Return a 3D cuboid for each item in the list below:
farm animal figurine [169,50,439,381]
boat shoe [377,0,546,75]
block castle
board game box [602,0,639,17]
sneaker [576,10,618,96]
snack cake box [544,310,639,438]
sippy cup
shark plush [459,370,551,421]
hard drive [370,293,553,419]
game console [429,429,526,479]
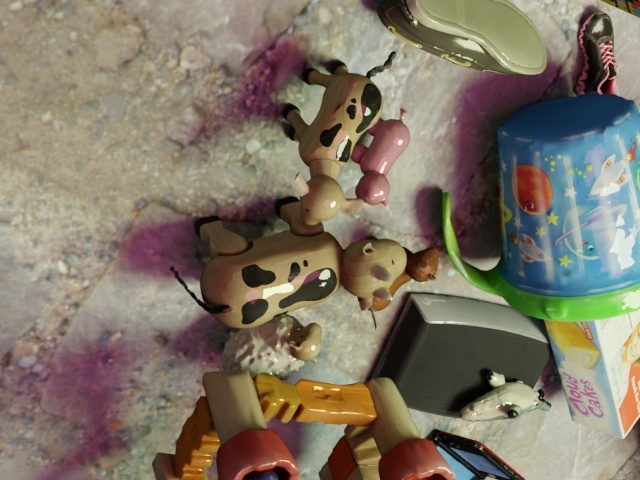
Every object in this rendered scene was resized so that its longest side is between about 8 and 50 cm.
[{"bbox_3d":[0.000,0.000,1.181,0.327,0.172,0.330,-30,126,-9],"label":"farm animal figurine"},{"bbox_3d":[0.165,-0.238,1.202,0.228,0.069,0.081,17,68,-37],"label":"boat shoe"},{"bbox_3d":[-0.067,0.373,1.267,0.303,0.213,0.453,10,127,-32],"label":"block castle"},{"bbox_3d":[0.391,-0.334,1.215,0.170,0.141,0.048,-35,129,-6],"label":"board game box"},{"bbox_3d":[0.350,-0.222,1.310,0.047,0.057,0.119,-16,121,-16],"label":"sneaker"},{"bbox_3d":[0.403,0.129,1.481,0.152,0.089,0.264,-46,131,-29],"label":"snack cake box"},{"bbox_3d":[0.316,-0.053,1.295,0.305,0.240,0.224,-25,115,-24],"label":"sippy cup"},{"bbox_3d":[0.260,0.221,1.463,0.161,0.073,0.067,-4,141,-50],"label":"shark plush"},{"bbox_3d":[0.202,0.167,1.450,0.255,0.054,0.172,13,110,-32],"label":"hard drive"},{"bbox_3d":[0.205,0.343,1.534,0.144,0.124,0.085,41,67,-37],"label":"game console"}]
